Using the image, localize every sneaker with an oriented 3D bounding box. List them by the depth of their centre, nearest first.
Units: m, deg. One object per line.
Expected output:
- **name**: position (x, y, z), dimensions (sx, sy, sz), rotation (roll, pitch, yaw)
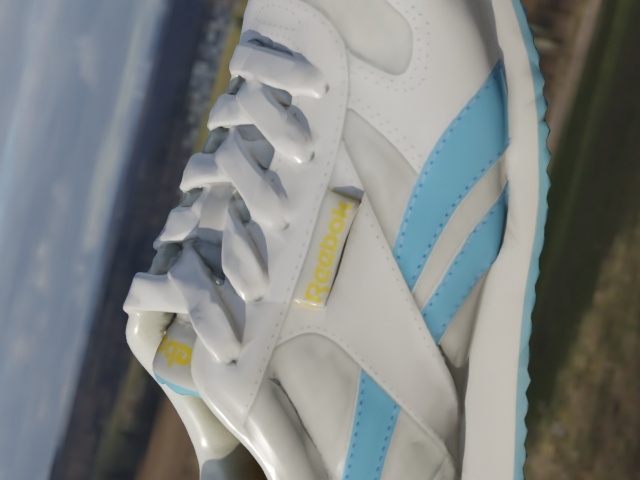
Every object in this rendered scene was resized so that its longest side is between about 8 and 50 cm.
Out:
- **sneaker**: position (0.000, 0.000, 0.515), dimensions (0.087, 0.092, 0.228), rotation (23, 120, 59)
